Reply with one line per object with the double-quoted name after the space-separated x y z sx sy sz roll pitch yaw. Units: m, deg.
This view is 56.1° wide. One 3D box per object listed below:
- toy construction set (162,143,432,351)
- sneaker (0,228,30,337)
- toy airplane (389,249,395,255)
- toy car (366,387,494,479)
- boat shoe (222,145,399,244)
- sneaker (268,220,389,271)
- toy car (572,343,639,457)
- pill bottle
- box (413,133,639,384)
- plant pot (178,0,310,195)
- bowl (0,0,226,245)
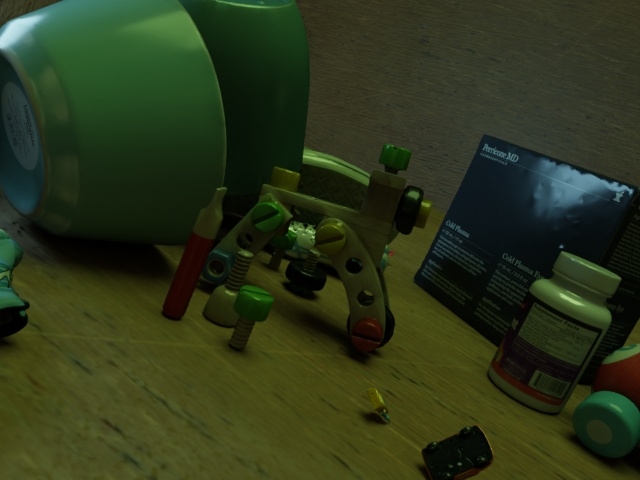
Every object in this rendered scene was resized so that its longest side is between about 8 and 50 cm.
-0.015 -0.020 0.688 0.257 0.237 0.309 30 15 29 "toy construction set"
-0.253 0.045 0.446 0.073 0.063 0.162 38 12 -19 "sneaker"
0.075 0.008 1.219 0.151 0.028 0.151 21 12 -5 "toy airplane"
0.099 0.167 0.538 0.122 0.060 0.040 45 -8 44 "toy car"
-0.090 -0.111 1.044 0.500 0.186 0.156 16 33 -10 "boat shoe"
0.000 0.000 0.988 0.237 0.086 0.085 20 14 -10 "sneaker"
0.450 0.146 0.692 0.219 0.237 0.210 -16 37 -42 "toy car"
0.310 0.117 0.791 0.108 0.193 0.108 22 12 -5 "pill bottle"
0.382 0.022 1.049 0.179 0.312 0.343 15 15 -33 "box"
-0.147 -0.238 0.836 0.293 0.235 0.293 10 34 -7 "plant pot"
-0.262 -0.125 0.665 0.163 0.311 0.312 -19 40 -42 "bowl"
